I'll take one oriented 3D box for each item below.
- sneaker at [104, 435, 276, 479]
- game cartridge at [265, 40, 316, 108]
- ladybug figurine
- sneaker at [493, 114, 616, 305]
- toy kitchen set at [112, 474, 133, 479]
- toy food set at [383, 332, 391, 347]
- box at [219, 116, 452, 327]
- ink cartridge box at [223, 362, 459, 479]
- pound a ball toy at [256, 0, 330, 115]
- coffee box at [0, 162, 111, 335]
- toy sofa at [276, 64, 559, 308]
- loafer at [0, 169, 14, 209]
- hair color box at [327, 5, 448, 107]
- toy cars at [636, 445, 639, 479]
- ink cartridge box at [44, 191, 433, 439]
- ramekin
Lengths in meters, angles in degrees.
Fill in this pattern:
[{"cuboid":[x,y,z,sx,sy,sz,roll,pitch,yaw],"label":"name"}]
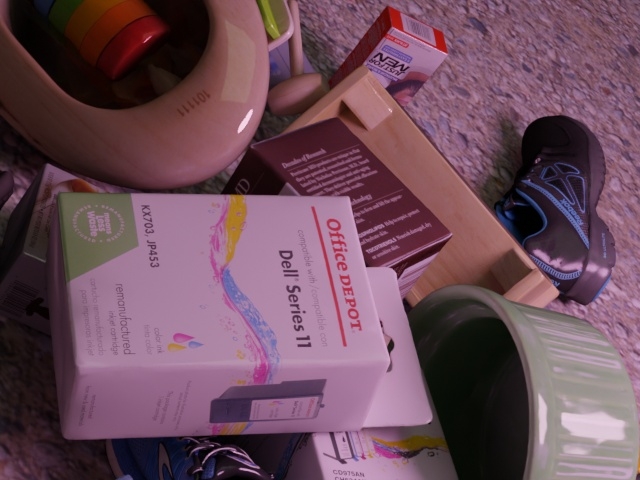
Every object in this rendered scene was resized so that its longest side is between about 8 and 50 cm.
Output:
[{"cuboid":[-0.101,0.225,1.518,0.130,0.147,0.330,8,46,-37],"label":"sneaker"},{"cuboid":[-0.144,-0.255,2.083,0.297,0.062,0.198,-1,48,-44],"label":"game cartridge"},{"cuboid":[-0.232,-0.226,1.811,0.449,0.305,0.162,50,-8,21],"label":"ladybug figurine"},{"cuboid":[0.314,-0.068,2.240,0.140,0.125,0.341,19,38,-20],"label":"sneaker"},{"cuboid":[-0.259,0.268,1.306,0.122,0.166,0.207,50,36,13],"label":"toy kitchen set"},{"cuboid":[0.115,0.174,1.837,0.128,0.071,0.218,-1,52,-43],"label":"toy food set"},{"cuboid":[0.000,0.000,1.826,0.203,0.168,0.167,45,36,16],"label":"box"},{"cuboid":[0.021,0.250,1.582,0.171,0.168,0.232,13,43,-31],"label":"ink cartridge box"},{"cuboid":[-0.118,-0.306,2.030,0.208,0.136,0.319,51,15,-46],"label":"pound a ball toy"},{"cuboid":[-0.201,0.043,1.662,0.246,0.098,0.141,25,40,-19],"label":"coffee box"},{"cuboid":[0.119,-0.027,1.989,0.362,0.150,0.177,51,5,15],"label":"toy sofa"},{"cuboid":[-0.420,-0.004,1.481,0.130,0.134,0.366,44,35,5],"label":"loafer"},{"cuboid":[0.082,-0.220,2.150,0.093,0.167,0.053,22,38,-25],"label":"hair color box"},{"cuboid":[0.277,0.353,1.787,0.176,0.087,0.393,20,42,-7],"label":"toy cars"},{"cuboid":[-0.065,0.066,1.499,0.353,0.119,0.207,0,50,-17],"label":"ink cartridge box"},{"cuboid":[0.184,0.203,1.643,0.148,0.303,0.303,9,45,-28],"label":"ramekin"}]
